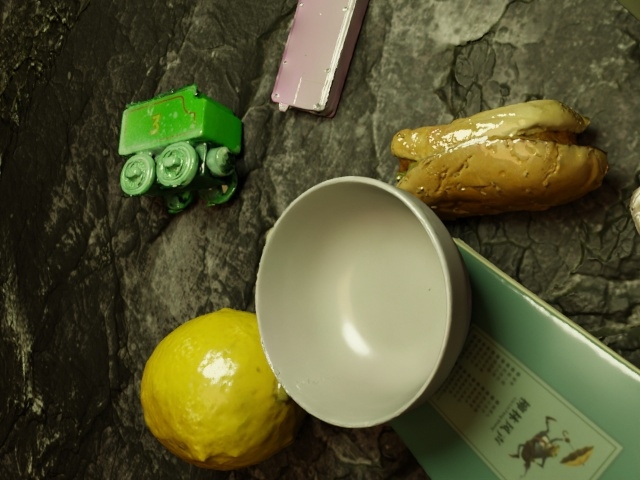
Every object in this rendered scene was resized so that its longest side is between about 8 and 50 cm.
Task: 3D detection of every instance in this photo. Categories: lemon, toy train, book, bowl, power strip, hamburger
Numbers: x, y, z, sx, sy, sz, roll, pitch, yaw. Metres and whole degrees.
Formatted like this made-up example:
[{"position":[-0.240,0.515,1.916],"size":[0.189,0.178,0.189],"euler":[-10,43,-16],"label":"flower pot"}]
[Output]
[{"position":[-0.141,0.218,0.760],"size":[0.288,0.234,0.233],"euler":[-20,78,40],"label":"lemon"},{"position":[-0.248,-0.156,0.901],"size":[0.243,0.132,0.187],"euler":[-4,78,31],"label":"toy train"},{"position":[0.209,0.195,0.591],"size":[0.379,0.031,0.264],"euler":[46,112,46],"label":"book"},{"position":[0.064,0.073,0.640],"size":[0.287,0.144,0.286],"euler":[-5,83,40],"label":"bowl"},{"position":[0.006,-0.330,0.800],"size":[0.109,0.038,0.278],"euler":[21,99,30],"label":"power strip"},{"position":[0.197,-0.092,0.624],"size":[0.262,0.131,0.124],"euler":[-8,84,36],"label":"hamburger"}]

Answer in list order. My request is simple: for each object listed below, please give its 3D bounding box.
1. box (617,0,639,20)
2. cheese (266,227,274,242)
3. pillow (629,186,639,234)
[{"position":[0.304,-0.347,0.526],"size":[0.084,0.198,0.310],"euler":[-42,68,24],"label":"box"},{"position":[0.000,0.000,0.789],"size":[0.194,0.043,0.064],"euler":[-4,88,32],"label":"cheese"},{"position":[0.449,-0.050,0.521],"size":[0.233,0.038,0.130],"euler":[-32,70,29],"label":"pillow"}]
